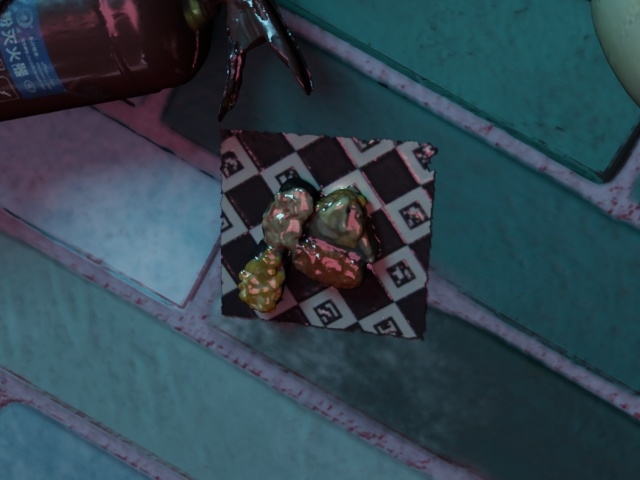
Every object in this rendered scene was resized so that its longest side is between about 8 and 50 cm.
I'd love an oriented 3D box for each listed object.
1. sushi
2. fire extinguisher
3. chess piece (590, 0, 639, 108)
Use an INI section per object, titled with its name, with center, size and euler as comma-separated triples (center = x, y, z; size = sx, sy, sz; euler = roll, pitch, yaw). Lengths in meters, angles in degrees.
[sushi]
center = 0.000, 0.000, 1.012
size = 0.126, 0.026, 0.120
euler = 5, 111, 12
[fire extinguisher]
center = -0.173, -0.099, 0.973
size = 0.341, 0.105, 0.141
euler = -8, 99, 18
[chess piece]
center = 0.272, -0.162, 0.812
size = 0.330, 0.182, 0.182
euler = -33, 100, 28
